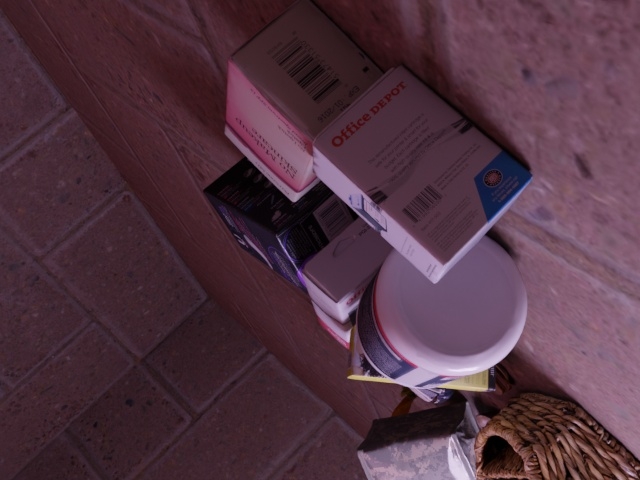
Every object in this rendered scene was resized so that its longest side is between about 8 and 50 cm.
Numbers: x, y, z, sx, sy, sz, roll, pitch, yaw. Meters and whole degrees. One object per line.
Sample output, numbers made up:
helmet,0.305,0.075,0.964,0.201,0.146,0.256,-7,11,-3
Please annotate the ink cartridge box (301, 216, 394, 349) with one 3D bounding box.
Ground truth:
ink cartridge box,0.067,0.072,1.210,0.092,0.158,0.218,41,164,28

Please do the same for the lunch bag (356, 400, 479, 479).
lunch bag,0.251,0.519,1.546,0.286,0.235,0.169,68,-155,-7

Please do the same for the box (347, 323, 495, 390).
box,0.163,0.191,1.156,0.233,0.087,0.058,6,163,-5

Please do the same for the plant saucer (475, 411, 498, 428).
plant saucer,0.387,0.402,1.445,0.168,0.029,0.168,42,165,14

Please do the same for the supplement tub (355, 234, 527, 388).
supplement tub,0.152,0.103,0.994,0.191,0.191,0.272,44,165,8

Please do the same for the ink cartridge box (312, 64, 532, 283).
ink cartridge box,0.104,-0.072,0.774,0.191,0.140,0.082,43,167,14

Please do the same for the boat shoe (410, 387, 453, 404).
boat shoe,0.137,0.168,1.382,0.341,0.127,0.158,36,157,10

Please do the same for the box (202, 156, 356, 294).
box,-0.065,-0.040,1.307,0.270,0.143,0.165,30,156,49

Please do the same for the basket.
basket,0.342,0.397,1.183,0.213,0.223,0.299,44,166,8

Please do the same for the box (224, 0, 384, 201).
box,-0.028,-0.167,0.913,0.148,0.127,0.232,45,165,4

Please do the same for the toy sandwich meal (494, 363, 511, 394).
toy sandwich meal,0.295,0.233,1.254,0.085,0.029,0.085,42,164,15

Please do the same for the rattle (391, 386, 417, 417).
rattle,0.157,0.306,1.623,0.199,0.143,0.130,47,-168,-36
